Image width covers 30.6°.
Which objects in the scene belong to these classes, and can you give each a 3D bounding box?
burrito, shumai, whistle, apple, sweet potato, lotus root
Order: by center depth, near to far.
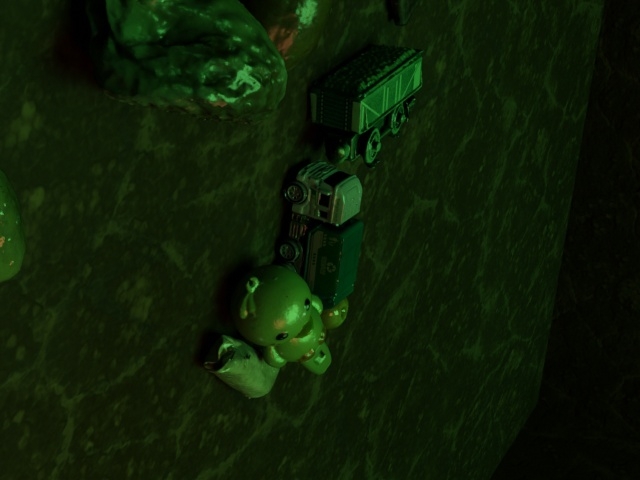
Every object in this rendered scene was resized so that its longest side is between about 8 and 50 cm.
[{"bbox_3d":[-0.353,-0.032,1.217,0.077,0.090,0.183,-16,134,-11],"label":"lotus root"},{"bbox_3d":[-0.141,-0.248,1.361,0.260,0.225,0.222,12,90,-64],"label":"shumai"},{"bbox_3d":[-0.039,-0.359,1.574,0.158,0.158,0.370,13,101,-66],"label":"sweet potato"},{"bbox_3d":[-0.041,0.142,1.893,0.294,0.141,0.141,46,63,-38],"label":"whistle"},{"bbox_3d":[-0.131,0.203,1.903,0.087,0.060,0.226,-67,157,-10],"label":"burrito"},{"bbox_3d":[0.014,0.125,2.140,0.084,0.071,0.084,-47,147,-43],"label":"apple"}]

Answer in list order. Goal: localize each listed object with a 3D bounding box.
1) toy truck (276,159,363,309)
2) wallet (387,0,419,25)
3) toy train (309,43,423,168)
[{"bbox_3d":[0.000,0.000,1.962,0.114,0.124,0.253,-36,141,-56],"label":"toy truck"},{"bbox_3d":[0.146,-0.487,2.000,0.124,0.042,0.230,-57,151,-23],"label":"wallet"},{"bbox_3d":[0.075,-0.226,1.968,0.269,0.115,0.154,-41,134,-47],"label":"toy train"}]
